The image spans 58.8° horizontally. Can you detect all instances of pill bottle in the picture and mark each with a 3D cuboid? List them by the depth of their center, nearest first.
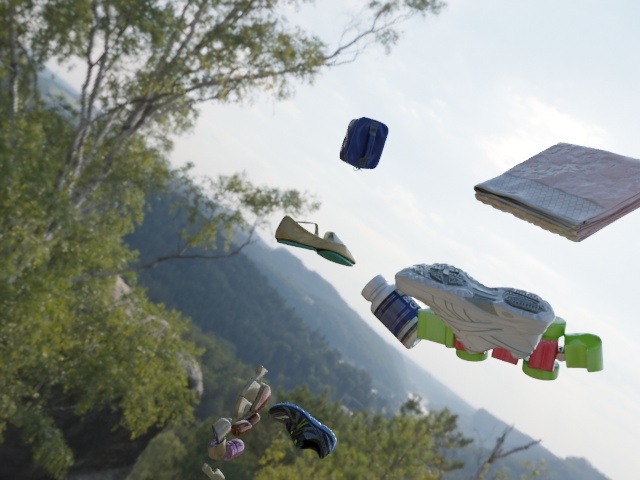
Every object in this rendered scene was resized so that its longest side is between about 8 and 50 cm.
[{"bbox_3d":[0.174,0.159,1.305,0.169,0.094,0.094,45,-3,21],"label":"pill bottle"}]

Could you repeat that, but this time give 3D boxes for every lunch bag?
[{"bbox_3d":[0.078,-0.172,1.027,0.067,0.099,0.065,16,3,-13],"label":"lunch bag"}]

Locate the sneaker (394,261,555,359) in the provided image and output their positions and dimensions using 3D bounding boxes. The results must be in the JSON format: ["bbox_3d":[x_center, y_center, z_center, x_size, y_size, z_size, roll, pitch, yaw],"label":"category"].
[{"bbox_3d":[0.210,0.111,0.832,0.232,0.115,0.090,21,28,23],"label":"sneaker"}]

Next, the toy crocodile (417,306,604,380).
[{"bbox_3d":[0.344,0.186,1.061,0.340,0.115,0.105,10,14,24],"label":"toy crocodile"}]

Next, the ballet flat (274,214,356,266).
[{"bbox_3d":[0.000,0.000,1.352,0.232,0.073,0.080,21,-13,-33],"label":"ballet flat"}]

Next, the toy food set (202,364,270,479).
[{"bbox_3d":[-0.092,0.202,0.625,0.019,0.122,0.078,16,-34,26],"label":"toy food set"}]

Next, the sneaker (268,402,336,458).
[{"bbox_3d":[-0.051,0.467,1.399,0.188,0.078,0.067,30,-42,14],"label":"sneaker"}]

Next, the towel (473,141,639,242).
[{"bbox_3d":[0.575,-0.131,1.311,0.332,0.316,0.054,37,-31,56],"label":"towel"}]
